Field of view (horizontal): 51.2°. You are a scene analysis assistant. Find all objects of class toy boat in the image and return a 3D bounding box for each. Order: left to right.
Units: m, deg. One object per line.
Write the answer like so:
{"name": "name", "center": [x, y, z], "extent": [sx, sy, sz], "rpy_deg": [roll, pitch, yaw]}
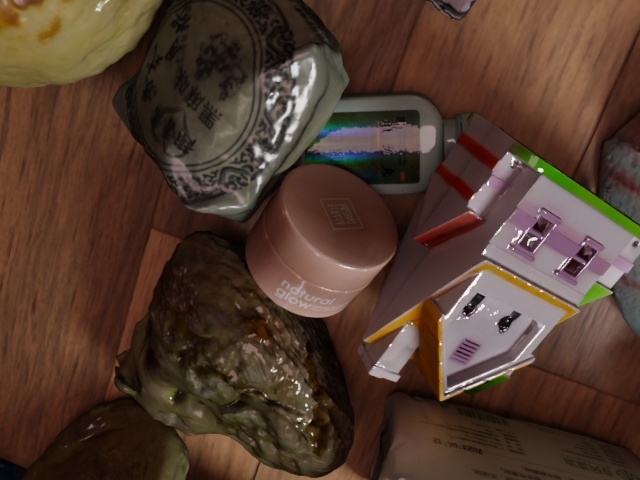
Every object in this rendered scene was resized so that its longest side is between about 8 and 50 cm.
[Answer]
{"name": "toy boat", "center": [0.406, -0.015, 0.788], "extent": [0.206, 0.096, 0.282], "rpy_deg": [32, 125, 33]}

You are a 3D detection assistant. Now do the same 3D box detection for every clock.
{"name": "clock", "center": [0.183, 0.044, 0.775], "extent": [0.235, 0.166, 0.310], "rpy_deg": [25, 108, -29]}

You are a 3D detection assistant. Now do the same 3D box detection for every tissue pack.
{"name": "tissue pack", "center": [0.231, 0.343, 0.818], "extent": [0.356, 0.266, 0.194], "rpy_deg": [14, 100, 4]}

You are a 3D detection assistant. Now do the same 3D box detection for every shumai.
{"name": "shumai", "center": [-0.137, 0.172, 0.846], "extent": [0.283, 0.217, 0.346], "rpy_deg": [-26, 102, 12]}

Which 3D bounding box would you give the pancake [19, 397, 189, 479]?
{"name": "pancake", "center": [-0.309, 0.351, 0.906], "extent": [0.294, 0.295, 0.049], "rpy_deg": [-22, 137, 12]}

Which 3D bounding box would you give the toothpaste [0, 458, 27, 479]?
{"name": "toothpaste", "center": [-0.467, 0.397, 1.019], "extent": [0.320, 0.076, 0.066], "rpy_deg": [24, 106, 1]}

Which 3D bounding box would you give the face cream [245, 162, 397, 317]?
{"name": "face cream", "center": [0.000, 0.000, 0.766], "extent": [0.149, 0.149, 0.104], "rpy_deg": [36, 133, -3]}

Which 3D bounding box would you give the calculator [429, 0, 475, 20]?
{"name": "calculator", "center": [0.174, -0.405, 0.759], "extent": [0.161, 0.021, 0.262], "rpy_deg": [36, 106, -2]}

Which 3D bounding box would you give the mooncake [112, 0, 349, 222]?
{"name": "mooncake", "center": [-0.106, -0.177, 0.753], "extent": [0.250, 0.136, 0.254], "rpy_deg": [-50, 64, 20]}

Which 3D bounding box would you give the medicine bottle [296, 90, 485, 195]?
{"name": "medicine bottle", "center": [0.083, -0.118, 0.812], "extent": [0.228, 0.083, 0.121], "rpy_deg": [-1, 108, 7]}

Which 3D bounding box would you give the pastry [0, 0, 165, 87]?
{"name": "pastry", "center": [-0.344, -0.345, 0.686], "extent": [0.388, 0.313, 0.389], "rpy_deg": [2, 103, 7]}
